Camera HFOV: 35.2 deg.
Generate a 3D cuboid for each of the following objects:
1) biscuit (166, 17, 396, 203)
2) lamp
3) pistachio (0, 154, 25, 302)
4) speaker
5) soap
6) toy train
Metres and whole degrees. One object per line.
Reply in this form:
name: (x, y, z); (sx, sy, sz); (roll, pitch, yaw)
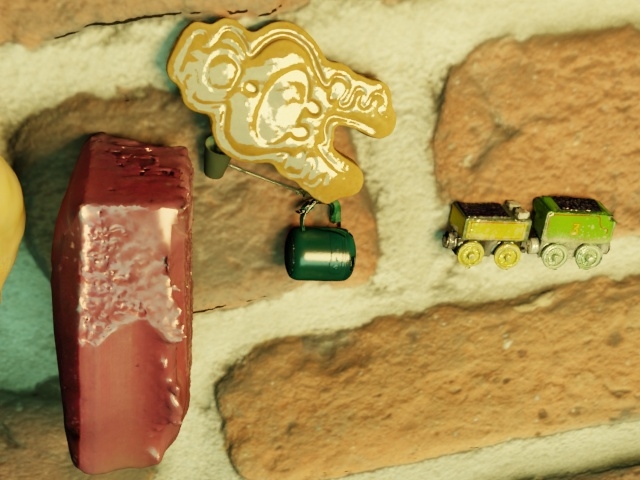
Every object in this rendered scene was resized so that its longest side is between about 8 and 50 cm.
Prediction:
biscuit: (-0.039, -0.137, 1.000); (0.236, 0.040, 0.144); (26, 94, -23)
lamp: (-0.066, -0.074, 1.057); (0.121, 0.041, 0.054); (7, 134, -15)
pistachio: (-0.404, -0.040, 0.894); (0.238, 0.229, 0.321); (-12, 124, 38)
speaker: (-0.001, -0.002, 1.113); (0.075, 0.060, 0.094); (2, 88, -14)
soap: (-0.191, 0.075, 1.023); (0.127, 0.220, 0.324); (2, 124, -3)
toy train: (0.238, -0.011, 1.151); (0.202, 0.060, 0.081); (1, 116, -13)
